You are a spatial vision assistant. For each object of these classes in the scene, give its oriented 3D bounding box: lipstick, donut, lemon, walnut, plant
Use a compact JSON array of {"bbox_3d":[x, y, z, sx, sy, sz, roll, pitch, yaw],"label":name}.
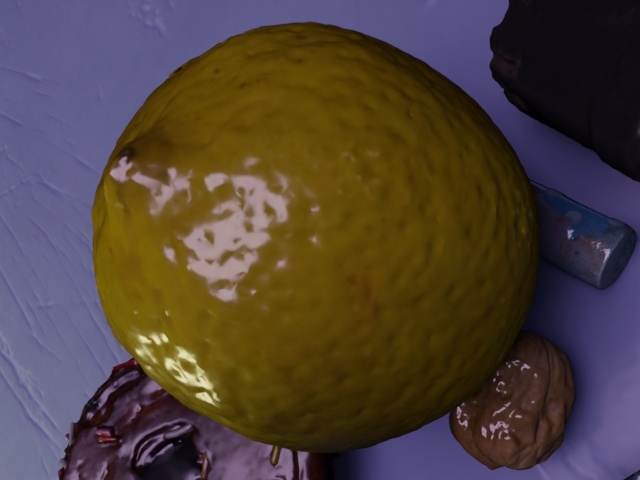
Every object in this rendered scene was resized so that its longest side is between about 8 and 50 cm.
[{"bbox_3d":[0.138,-0.022,0.580,0.158,0.048,0.048,32,102,34],"label":"lipstick"},{"bbox_3d":[-0.089,0.185,0.663,0.230,0.096,0.216,32,84,29],"label":"donut"},{"bbox_3d":[0.001,-0.001,0.494,0.267,0.267,0.267,-5,81,35],"label":"lemon"},{"bbox_3d":[0.127,0.107,0.554,0.079,0.083,0.096,12,85,67],"label":"walnut"},{"bbox_3d":[0.218,-0.093,0.469,0.256,0.164,0.141,39,107,44],"label":"plant"}]

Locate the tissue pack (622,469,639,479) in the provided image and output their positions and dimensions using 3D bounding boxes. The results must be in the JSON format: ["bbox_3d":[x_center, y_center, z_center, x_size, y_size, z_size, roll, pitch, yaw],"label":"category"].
[{"bbox_3d":[0.247,0.229,0.454,0.173,0.073,0.235,-40,63,26],"label":"tissue pack"}]
